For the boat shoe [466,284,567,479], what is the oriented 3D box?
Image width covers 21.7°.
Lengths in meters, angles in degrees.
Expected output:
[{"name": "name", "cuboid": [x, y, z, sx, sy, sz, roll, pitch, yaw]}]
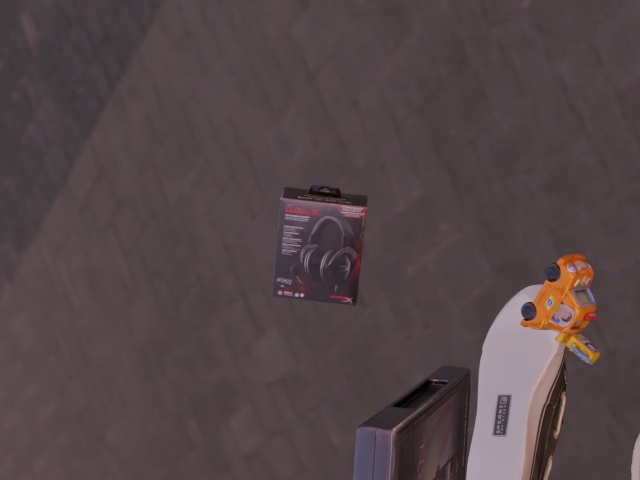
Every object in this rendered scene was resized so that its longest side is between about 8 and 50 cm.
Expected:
[{"name": "boat shoe", "cuboid": [0.189, 0.151, 1.556, 0.078, 0.070, 0.219, 4, 70, 37]}]

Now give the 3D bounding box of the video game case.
[{"name": "video game case", "cuboid": [0.053, 0.184, 0.963, 0.274, 0.026, 0.196, -10, -77, -78]}]

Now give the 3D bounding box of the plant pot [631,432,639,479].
[{"name": "plant pot", "cuboid": [0.599, 0.250, 2.053, 0.334, 0.305, 0.333, 19, 125, 29]}]

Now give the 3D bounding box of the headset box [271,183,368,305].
[{"name": "headset box", "cuboid": [0.000, 0.000, 1.190, 0.032, 0.062, 0.083, -81, -3, -71]}]

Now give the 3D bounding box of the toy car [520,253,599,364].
[{"name": "toy car", "cuboid": [0.176, 0.048, 1.108, 0.040, 0.060, 0.122, 41, -173, 28]}]
